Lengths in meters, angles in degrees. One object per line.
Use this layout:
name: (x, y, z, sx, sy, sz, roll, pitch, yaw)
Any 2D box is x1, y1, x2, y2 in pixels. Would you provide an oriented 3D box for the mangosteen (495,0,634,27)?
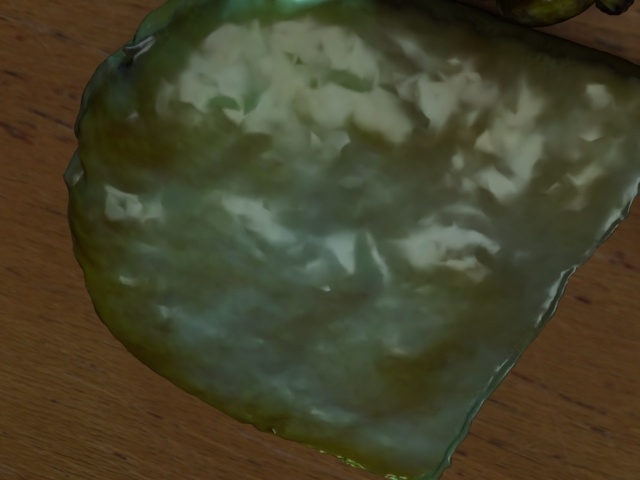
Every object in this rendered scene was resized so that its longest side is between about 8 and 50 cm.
mangosteen: (0.124, -0.210, 0.387, 0.192, 0.192, 0.217, -27, 128, 25)

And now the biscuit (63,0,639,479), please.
biscuit: (0.000, -0.001, 0.564, 0.447, 0.104, 0.429, 19, 119, 1)
